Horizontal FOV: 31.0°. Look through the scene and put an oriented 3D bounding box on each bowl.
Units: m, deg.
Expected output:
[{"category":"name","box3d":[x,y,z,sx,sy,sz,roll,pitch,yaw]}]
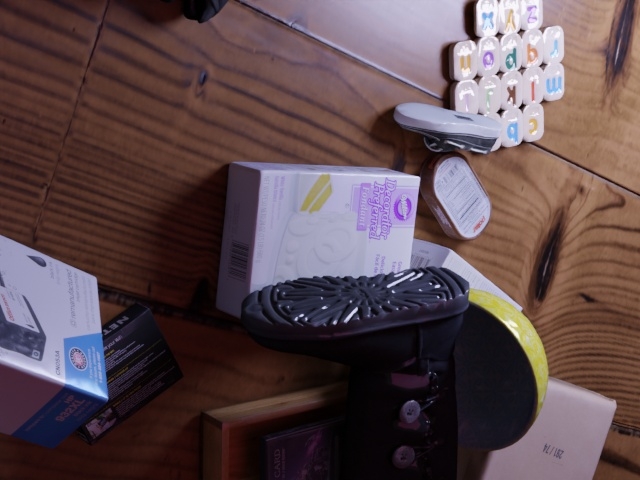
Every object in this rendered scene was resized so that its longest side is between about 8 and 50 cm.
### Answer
[{"category":"bowl","box3d":[0.272,0.193,1.953,0.156,0.289,0.289,-32,119,-45]}]

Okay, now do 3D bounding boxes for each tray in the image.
[{"category":"tray","box3d":[-0.013,0.355,1.965,0.411,0.076,0.202,-7,104,-37]}]

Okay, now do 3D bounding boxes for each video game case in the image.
[{"category":"video game case","box3d":[0.017,0.392,1.934,0.274,0.026,0.196,-9,105,-35]}]

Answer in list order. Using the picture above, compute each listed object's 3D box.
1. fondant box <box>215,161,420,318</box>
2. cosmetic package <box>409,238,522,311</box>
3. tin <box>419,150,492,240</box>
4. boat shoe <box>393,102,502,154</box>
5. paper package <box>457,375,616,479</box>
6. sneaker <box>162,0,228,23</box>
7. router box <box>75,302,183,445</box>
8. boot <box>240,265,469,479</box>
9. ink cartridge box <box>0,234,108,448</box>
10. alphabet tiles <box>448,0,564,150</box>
[{"category":"fondant box","box3d":[0.000,0.000,1.881,0.330,0.096,0.238,-1,101,-38]},{"category":"cosmetic package","box3d":[0.246,0.092,2.077,0.231,0.117,0.085,35,80,-38]},{"category":"tin","box3d":[0.247,-0.080,2.091,0.106,0.040,0.189,-46,124,-15]},{"category":"boat shoe","box3d":[0.219,-0.187,2.016,0.219,0.078,0.070,7,118,-28]},{"category":"paper package","box3d":[0.375,0.402,2.214,0.325,0.168,0.309,21,87,-39]},{"category":"sneaker","box3d":[-0.207,-0.407,1.605,0.130,0.109,0.286,-56,138,-5]},{"category":"router box","box3d":[-0.306,0.198,1.720,0.179,0.046,0.133,-36,119,-27]},{"category":"boot","box3d":[0.052,0.279,1.841,0.367,0.146,0.445,-4,118,-14]},{"category":"ink cartridge box","box3d":[-0.437,0.105,1.472,0.129,0.223,0.307,-39,133,26]},{"category":"alphabet tiles","box3d":[0.344,-0.311,2.122,0.284,0.021,0.278,-15,109,-34]}]
